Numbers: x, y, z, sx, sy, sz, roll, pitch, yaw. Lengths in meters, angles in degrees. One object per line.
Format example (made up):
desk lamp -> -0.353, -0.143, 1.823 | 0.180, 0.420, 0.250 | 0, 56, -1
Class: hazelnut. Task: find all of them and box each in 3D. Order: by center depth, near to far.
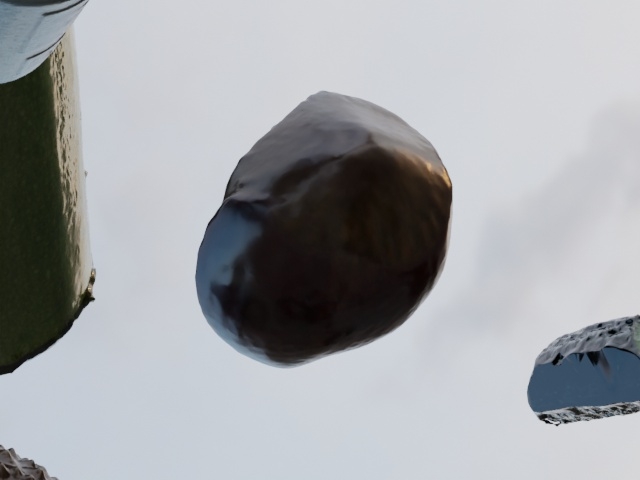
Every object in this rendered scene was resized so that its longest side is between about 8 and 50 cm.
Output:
hazelnut -> -0.002, -0.007, 1.331 | 0.201, 0.160, 0.170 | -28, -75, -25

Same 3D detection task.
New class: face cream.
face cream -> -0.186, -0.139, 1.067 | 0.101, 0.101, 0.251 | -33, 1, -23

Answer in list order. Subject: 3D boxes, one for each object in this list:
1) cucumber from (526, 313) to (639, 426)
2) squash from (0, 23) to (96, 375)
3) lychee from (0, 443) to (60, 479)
cucumber -> 0.205, 0.091, 1.349 | 0.046, 0.070, 0.220 | -14, -4, -27
squash -> -0.323, -0.101, 1.571 | 0.263, 0.263, 0.384 | -29, -40, -28
lychee -> -0.221, 0.235, 1.260 | 0.200, 0.238, 0.200 | -25, -37, -20
